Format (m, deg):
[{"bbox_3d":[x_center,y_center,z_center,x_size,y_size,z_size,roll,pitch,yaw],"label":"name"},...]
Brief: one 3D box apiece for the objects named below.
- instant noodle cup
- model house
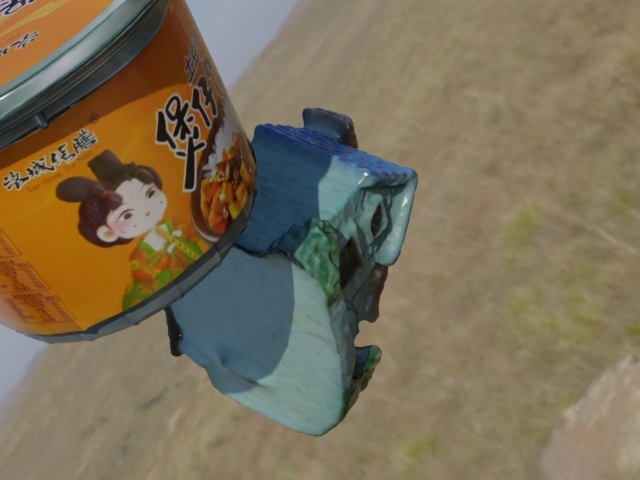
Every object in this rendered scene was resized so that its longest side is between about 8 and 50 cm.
[{"bbox_3d":[-0.103,-0.040,0.505,0.208,0.125,0.178,-16,35,21],"label":"instant noodle cup"},{"bbox_3d":[0.000,0.000,0.663,0.149,0.119,0.148,-51,-36,-32],"label":"model house"}]
